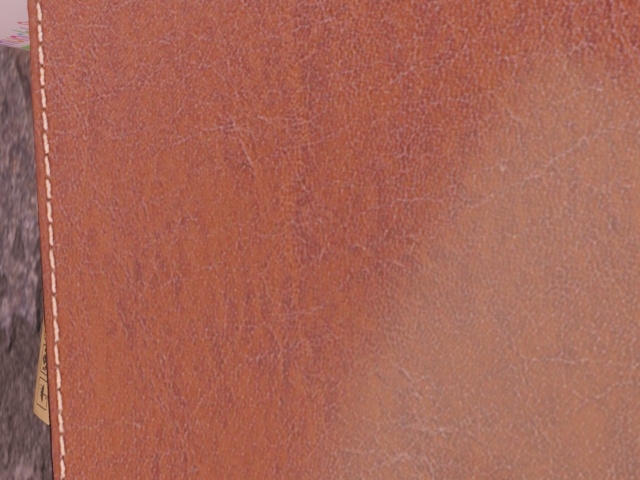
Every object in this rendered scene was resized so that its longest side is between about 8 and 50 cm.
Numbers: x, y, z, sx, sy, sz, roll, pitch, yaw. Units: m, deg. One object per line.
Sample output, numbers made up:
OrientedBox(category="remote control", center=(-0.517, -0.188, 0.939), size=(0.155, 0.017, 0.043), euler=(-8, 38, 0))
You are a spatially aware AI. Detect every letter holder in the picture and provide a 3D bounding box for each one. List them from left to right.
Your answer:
OrientedBox(category="letter holder", center=(0.048, -0.060, 0.417), size=(0.214, 0.152, 0.302), euler=(-19, 69, 36))

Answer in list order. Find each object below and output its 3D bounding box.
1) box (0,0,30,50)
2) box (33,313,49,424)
OrientedBox(category="box", center=(-0.096, -0.216, 0.706), size=(0.262, 0.127, 0.231), euler=(-3, 85, 60))
OrientedBox(category="box", center=(-0.101, 0.013, 0.797), size=(0.164, 0.021, 0.201), euler=(19, 103, 59))
